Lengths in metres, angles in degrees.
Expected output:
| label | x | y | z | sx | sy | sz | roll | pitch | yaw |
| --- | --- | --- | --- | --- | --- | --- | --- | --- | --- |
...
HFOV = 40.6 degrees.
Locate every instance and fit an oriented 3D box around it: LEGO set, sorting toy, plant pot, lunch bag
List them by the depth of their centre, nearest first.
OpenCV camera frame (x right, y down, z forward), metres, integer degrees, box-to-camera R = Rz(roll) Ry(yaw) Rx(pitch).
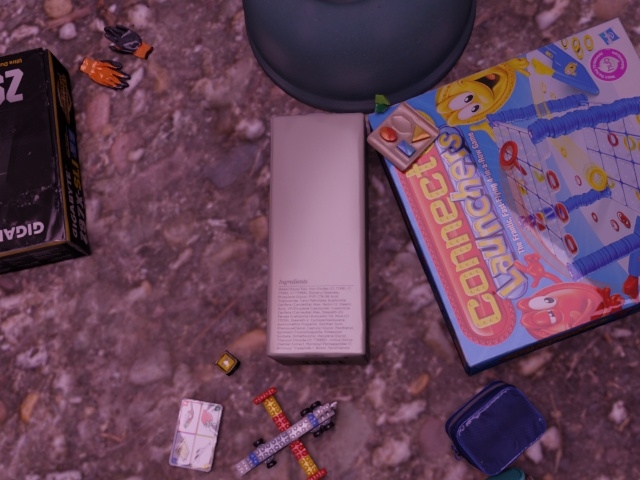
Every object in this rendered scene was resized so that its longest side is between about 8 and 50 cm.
| label | x | y | z | sx | sy | sz | roll | pitch | yaw |
| --- | --- | --- | --- | --- | --- | --- | --- | --- | --- |
| lunch bag | 0.181 | 0.200 | 0.918 | 0.098 | 0.065 | 0.067 | -38 | 90 | -4 |
| LEGO set | -0.084 | 0.248 | 0.947 | 0.182 | 0.060 | 0.244 | 9 | 77 | 6 |
| sorting toy | 0.081 | -0.124 | 0.949 | 0.083 | 0.012 | 0.062 | 42 | 85 | 15 |
| plant pot | 0.036 | -0.318 | 1.000 | 0.292 | 0.196 | 0.293 | -2 | 76 | 7 |

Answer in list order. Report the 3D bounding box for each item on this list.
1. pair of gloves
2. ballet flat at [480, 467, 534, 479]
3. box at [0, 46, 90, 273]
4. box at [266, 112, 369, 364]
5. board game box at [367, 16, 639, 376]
| label | x | y | z | sx | sy | sz | roll | pitch | yaw |
| --- | --- | --- | --- | --- | --- | --- | --- | --- | --- |
| pair of gloves | -0.264 | -0.237 | 1.116 | 0.074 | 0.010 | 0.083 | 30 | 81 | 14 |
| ballet flat | 0.121 | 0.312 | 0.893 | 0.240 | 0.091 | 0.077 | -21 | 99 | 6 |
| box | -0.461 | -0.078 | 1.069 | 0.321 | 0.079 | 0.257 | -11 | 73 | 5 |
| box | 0.000 | 0.000 | 0.977 | 0.113 | 0.094 | 0.275 | 0 | 76 | 7 |
| board game box | 0.246 | -0.048 | 0.960 | 0.301 | 0.086 | 0.308 | -22 | 74 | 2 |
